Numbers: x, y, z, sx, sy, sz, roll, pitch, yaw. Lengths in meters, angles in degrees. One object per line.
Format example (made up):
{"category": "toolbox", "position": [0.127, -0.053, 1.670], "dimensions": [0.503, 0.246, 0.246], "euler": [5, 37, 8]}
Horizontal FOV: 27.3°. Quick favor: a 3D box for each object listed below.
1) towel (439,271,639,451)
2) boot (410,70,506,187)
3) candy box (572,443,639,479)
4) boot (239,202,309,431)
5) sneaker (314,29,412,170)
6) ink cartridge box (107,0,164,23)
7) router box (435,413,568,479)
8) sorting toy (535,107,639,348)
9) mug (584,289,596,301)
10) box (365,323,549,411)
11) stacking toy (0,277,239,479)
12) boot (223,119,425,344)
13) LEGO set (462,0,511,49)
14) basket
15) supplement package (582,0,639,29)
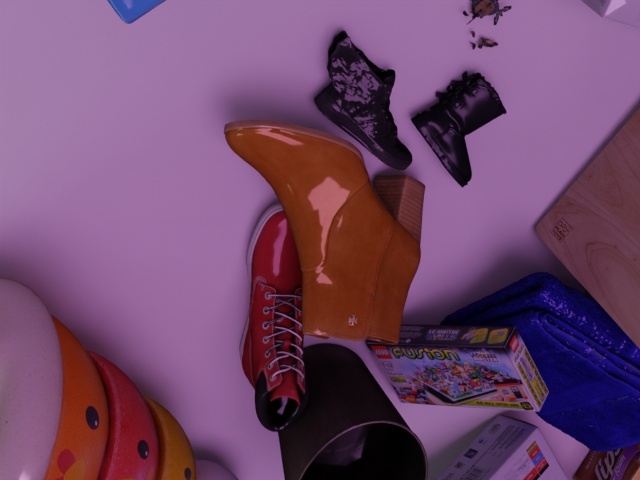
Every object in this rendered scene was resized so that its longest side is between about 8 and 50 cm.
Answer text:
{"category": "towel", "position": [0.314, 0.168, 1.656], "dimensions": [0.308, 0.076, 0.228], "euler": [32, 140, -22]}
{"category": "boot", "position": [0.173, -0.132, 1.542], "dimensions": [0.099, 0.045, 0.121], "euler": [-36, 118, 4]}
{"category": "candy box", "position": [0.424, 0.290, 1.785], "dimensions": [0.053, 0.109, 0.186], "euler": [20, 112, -21]}
{"category": "boot", "position": [-0.039, 0.092, 1.536], "dimensions": [0.088, 0.176, 0.244], "euler": [3, 115, -12]}
{"category": "sneaker", "position": [0.062, -0.156, 1.497], "dimensions": [0.170, 0.051, 0.089], "euler": [35, 110, -23]}
{"category": "ink cartridge box", "position": [-0.107, -0.443, 1.240], "dimensions": [0.395, 0.166, 0.285], "euler": [-32, 120, 6]}
{"category": "router box", "position": [0.218, 0.455, 1.740], "dimensions": [0.335, 0.082, 0.301], "euler": [-42, 116, -23]}
{"category": "sorting toy", "position": [0.428, -0.016, 1.553], "dimensions": [0.089, 0.257, 0.255], "euler": [20, 116, -46]}
{"category": "mug", "position": [0.413, 0.075, 1.673], "dimensions": [0.129, 0.097, 0.157], "euler": [-7, 120, -8]}
{"category": "box", "position": [0.166, 0.155, 1.622], "dimensions": [0.207, 0.036, 0.114], "euler": [-2, 130, 40]}
{"category": "stacking toy", "position": [-0.263, 0.267, 1.556], "dimensions": [0.480, 0.350, 0.350], "euler": [25, 111, -42]}
{"category": "boot", "position": [0.000, 0.000, 1.474], "dimensions": [0.295, 0.104, 0.211], "euler": [21, 75, -35]}
{"category": "LEGO set", "position": [0.184, -0.257, 1.493], "dimensions": [0.054, 0.023, 0.083], "euler": [7, 129, -14]}
{"category": "basket", "position": [0.022, 0.236, 1.597], "dimensions": [0.154, 0.227, 0.204], "euler": [14, 114, -20]}
{"category": "supplement package", "position": [0.381, -0.353, 1.414], "dimensions": [0.134, 0.139, 0.244], "euler": [13, 114, -20]}
